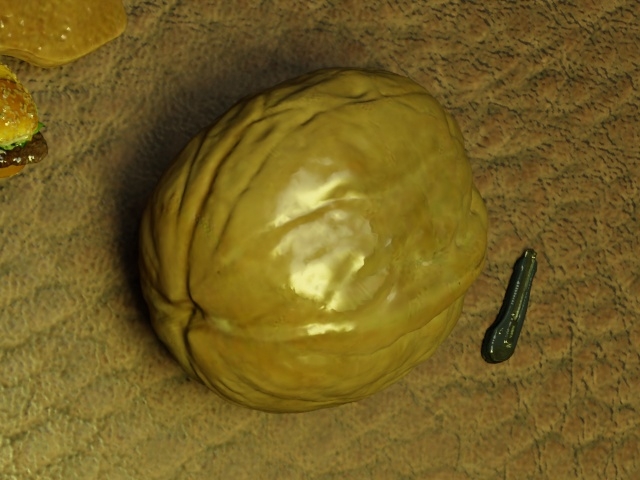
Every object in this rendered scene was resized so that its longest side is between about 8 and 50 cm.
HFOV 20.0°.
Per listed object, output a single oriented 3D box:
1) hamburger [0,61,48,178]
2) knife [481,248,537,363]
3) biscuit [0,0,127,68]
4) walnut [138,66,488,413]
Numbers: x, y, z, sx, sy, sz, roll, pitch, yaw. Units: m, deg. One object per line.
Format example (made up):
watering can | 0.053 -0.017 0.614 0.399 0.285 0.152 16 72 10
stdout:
hamburger | -0.303 -0.101 1.480 0.166 0.087 0.137 -8 42 -34
knife | 0.184 0.063 1.748 0.031 0.018 0.121 26 70 -21
biscuit | -0.257 -0.221 1.549 0.221 0.029 0.142 8 77 -43
walnut | 0.002 0.001 1.545 0.313 0.252 0.277 -24 92 -36
